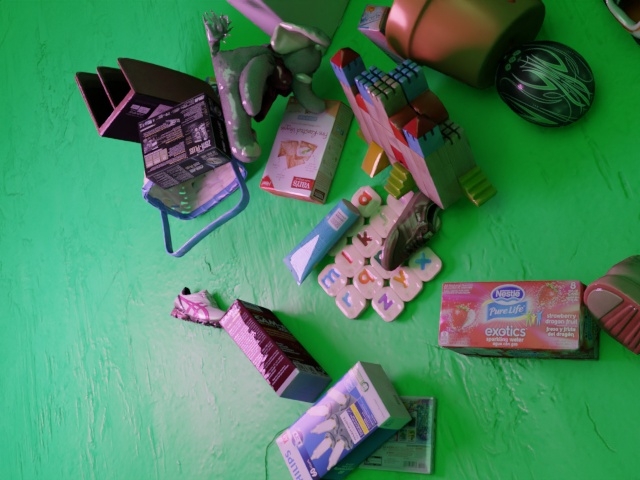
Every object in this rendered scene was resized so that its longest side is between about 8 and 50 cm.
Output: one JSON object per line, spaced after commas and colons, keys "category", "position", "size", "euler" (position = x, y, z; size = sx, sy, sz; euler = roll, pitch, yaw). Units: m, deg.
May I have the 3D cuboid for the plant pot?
{"category": "plant pot", "position": [0.301, -0.437, 1.580], "size": [0.203, 0.291, 0.291], "euler": [43, 100, 19]}

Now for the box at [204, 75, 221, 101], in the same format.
{"category": "box", "position": [-0.285, -0.356, 2.084], "size": [0.081, 0.028, 0.136], "euler": [17, 83, 37]}

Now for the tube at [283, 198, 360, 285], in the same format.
{"category": "tube", "position": [0.000, 0.000, 1.738], "size": [0.207, 0.052, 0.080], "euler": [-47, 50, 18]}

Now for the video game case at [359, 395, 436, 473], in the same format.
{"category": "video game case", "position": [0.149, 0.374, 1.556], "size": [0.157, 0.019, 0.143], "euler": [-6, 71, 33]}

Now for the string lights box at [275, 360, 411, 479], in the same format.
{"category": "string lights box", "position": [0.041, 0.371, 1.574], "size": [0.260, 0.076, 0.133], "euler": [-47, 52, 20]}

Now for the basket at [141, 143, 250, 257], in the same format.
{"category": "basket", "position": [-0.291, -0.133, 1.904], "size": [0.254, 0.201, 0.289], "euler": [-33, 51, 22]}

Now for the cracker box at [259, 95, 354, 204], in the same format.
{"category": "cracker box", "position": [-0.032, -0.209, 1.840], "size": [0.155, 0.067, 0.232], "euler": [13, 83, 37]}

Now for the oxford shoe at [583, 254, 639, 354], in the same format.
{"category": "oxford shoe", "position": [0.613, 0.160, 1.243], "size": [0.146, 0.140, 0.397], "euler": [-37, 67, -28]}

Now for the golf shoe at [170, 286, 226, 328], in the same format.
{"category": "golf shoe", "position": [-0.276, 0.156, 1.884], "size": [0.186, 0.067, 0.086], "euler": [10, 79, 36]}

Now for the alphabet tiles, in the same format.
{"category": "alphabet tiles", "position": [0.122, 0.024, 1.688], "size": [0.284, 0.021, 0.278], "euler": [-49, 55, 11]}

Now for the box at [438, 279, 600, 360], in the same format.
{"category": "box", "position": [0.353, 0.142, 1.427], "size": [0.256, 0.128, 0.123], "euler": [-3, 73, 34]}

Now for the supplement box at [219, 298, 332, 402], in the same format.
{"category": "supplement box", "position": [-0.097, 0.233, 1.699], "size": [0.073, 0.130, 0.239], "euler": [-52, 55, 8]}

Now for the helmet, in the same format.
{"category": "helmet", "position": [0.428, -0.294, 1.510], "size": [0.169, 0.169, 0.161], "euler": [-58, 36, 5]}

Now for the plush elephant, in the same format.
{"category": "plush elephant", "position": [-0.099, -0.357, 1.764], "size": [0.255, 0.272, 0.330], "euler": [-12, 99, -4]}

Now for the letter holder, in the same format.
{"category": "letter holder", "position": [-0.413, -0.359, 1.962], "size": [0.152, 0.302, 0.214], "euler": [-42, 64, 28]}

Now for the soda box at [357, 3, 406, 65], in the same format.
{"category": "soda box", "position": [0.156, -0.434, 1.714], "size": [0.063, 0.183, 0.058], "euler": [19, 86, 38]}

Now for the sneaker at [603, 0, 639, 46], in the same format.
{"category": "sneaker", "position": [0.571, -0.494, 1.493], "size": [0.126, 0.127, 0.321], "euler": [-35, 57, 22]}

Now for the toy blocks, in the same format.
{"category": "toy blocks", "position": [0.162, -0.240, 1.561], "size": [0.190, 0.261, 0.381], "euler": [-36, 45, -6]}

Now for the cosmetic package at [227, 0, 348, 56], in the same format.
{"category": "cosmetic package", "position": [-0.099, -0.595, 1.827], "size": [0.155, 0.365, 0.197], "euler": [23, 86, 35]}

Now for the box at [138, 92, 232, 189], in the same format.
{"category": "box", "position": [-0.300, -0.218, 1.773], "size": [0.180, 0.077, 0.147], "euler": [-22, 64, 15]}

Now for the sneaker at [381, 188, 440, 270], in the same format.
{"category": "sneaker", "position": [0.188, -0.016, 1.603], "size": [0.071, 0.066, 0.188], "euler": [28, 91, 36]}
